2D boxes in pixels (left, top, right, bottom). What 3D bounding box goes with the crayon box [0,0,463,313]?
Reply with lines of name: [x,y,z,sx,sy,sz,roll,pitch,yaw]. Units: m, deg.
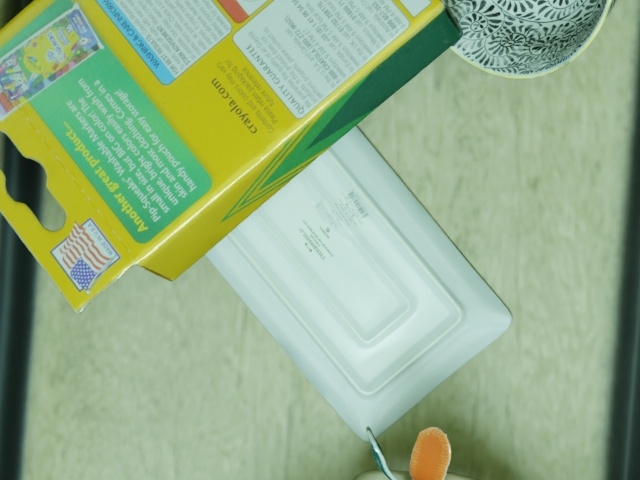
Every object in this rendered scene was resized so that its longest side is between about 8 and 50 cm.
crayon box: [-0.091,-0.121,1.367,0.323,0.083,0.203,-40,74,4]

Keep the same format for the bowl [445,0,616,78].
bowl: [0.151,-0.201,1.353,0.170,0.080,0.170,13,111,37]

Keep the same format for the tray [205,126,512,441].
tray: [0.000,0.000,1.411,0.145,0.030,0.270,-40,88,4]

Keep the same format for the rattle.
rattle: [0.065,0.212,1.317,0.130,0.199,0.142,26,79,9]
